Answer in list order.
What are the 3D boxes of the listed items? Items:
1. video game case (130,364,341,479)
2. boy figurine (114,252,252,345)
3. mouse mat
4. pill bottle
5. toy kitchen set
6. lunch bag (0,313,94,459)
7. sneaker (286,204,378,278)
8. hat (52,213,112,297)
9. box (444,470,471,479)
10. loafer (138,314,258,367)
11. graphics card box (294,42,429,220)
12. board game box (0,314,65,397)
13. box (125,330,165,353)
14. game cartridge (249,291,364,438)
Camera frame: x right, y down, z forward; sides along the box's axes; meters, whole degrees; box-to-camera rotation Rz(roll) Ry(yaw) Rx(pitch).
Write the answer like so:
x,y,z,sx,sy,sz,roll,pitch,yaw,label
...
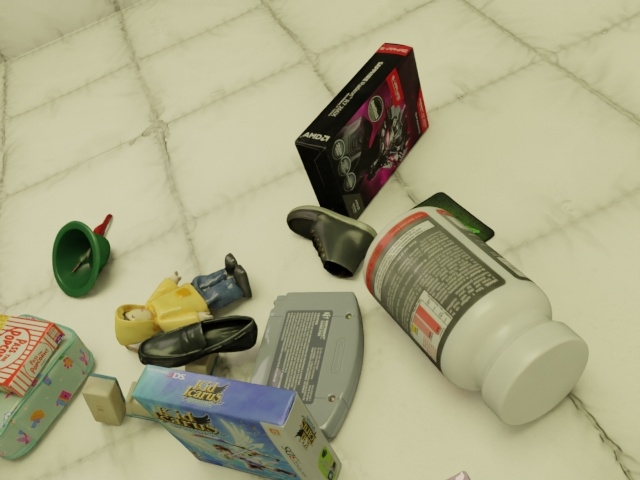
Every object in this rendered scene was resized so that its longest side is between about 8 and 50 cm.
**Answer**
x,y,z,sx,sy,sz,roll,pitch,yaw,label
-0.127,0.301,1.026,0.270,0.244,0.061,4,50,25,video game case
-0.293,0.125,1.347,0.285,0.092,0.177,-22,42,-18,boy figurine
0.250,-0.023,1.361,0.153,0.007,0.189,-33,46,-11,mouse mat
0.246,0.115,1.081,0.210,0.210,0.363,-32,44,-9,pill bottle
-0.319,0.269,1.254,0.207,0.122,0.166,10,49,4,toy kitchen set
-0.619,0.290,1.333,0.224,0.108,0.279,8,52,30,lunch bag
0.000,0.000,1.382,0.222,0.083,0.118,14,55,31,sneaker
-0.538,0.032,1.611,0.173,0.183,0.208,0,90,31,hat
0.190,0.438,0.769,0.117,0.243,0.213,-25,45,-3,box
-0.227,0.181,1.203,0.223,0.078,0.076,-10,50,-13,loafer
0.108,-0.245,1.469,0.094,0.232,0.371,20,57,35,graphics card box
-0.627,0.223,1.288,0.194,0.045,0.146,3,49,26,board game box
-0.340,0.208,1.359,0.136,0.028,0.081,14,55,29,box
-0.022,0.223,1.199,0.196,0.060,0.294,-5,47,22,game cartridge
